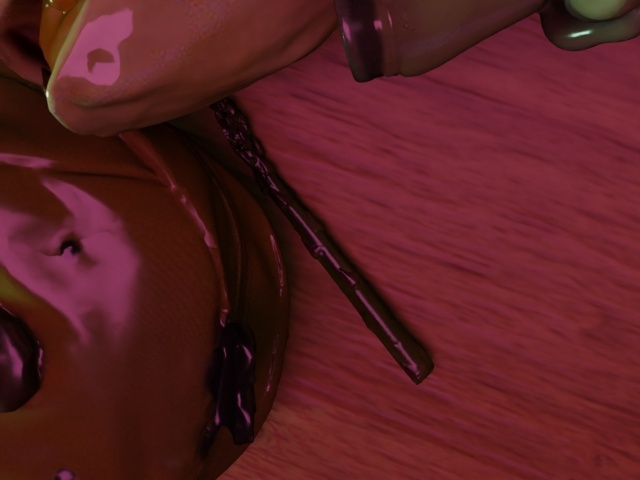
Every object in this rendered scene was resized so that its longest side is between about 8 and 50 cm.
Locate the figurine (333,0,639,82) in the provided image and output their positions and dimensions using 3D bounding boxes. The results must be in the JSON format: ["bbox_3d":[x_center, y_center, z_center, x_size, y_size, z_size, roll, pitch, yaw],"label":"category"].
[{"bbox_3d":[0.186,-0.171,0.427,0.380,0.203,0.248,-13,94,1],"label":"figurine"}]

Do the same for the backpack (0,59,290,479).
[{"bbox_3d":[-0.210,0.038,0.594,0.377,0.201,0.354,7,109,10],"label":"backpack"}]

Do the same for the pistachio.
[{"bbox_3d":[-0.073,-0.148,0.508,0.229,0.157,0.157,-37,98,-23],"label":"pistachio"}]

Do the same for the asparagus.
[{"bbox_3d":[0.000,0.000,0.628,0.025,0.024,0.248,-36,94,13],"label":"asparagus"}]
